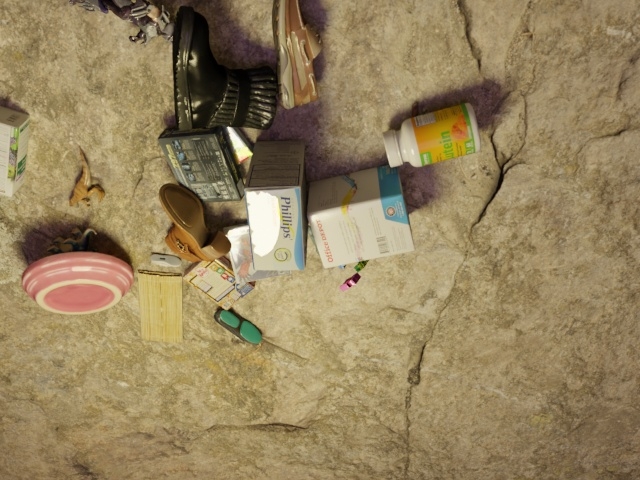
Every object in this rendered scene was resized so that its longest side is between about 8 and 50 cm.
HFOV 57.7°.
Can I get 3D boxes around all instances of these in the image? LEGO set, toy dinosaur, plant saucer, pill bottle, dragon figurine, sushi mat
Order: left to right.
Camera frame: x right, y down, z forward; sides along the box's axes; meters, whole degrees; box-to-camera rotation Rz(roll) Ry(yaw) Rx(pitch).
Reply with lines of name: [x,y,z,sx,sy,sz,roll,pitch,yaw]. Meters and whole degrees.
plant saucer: [-0.767,0.150,1.850,0.333,0.084,0.332,-10,152,-5]
dragon figurine: [-0.771,0.042,1.862,0.289,0.085,0.144,-24,123,22]
toy dinosaur: [-0.703,-0.161,1.737,0.112,0.064,0.211,24,121,-13]
sushi mat: [-0.558,0.237,2.030,0.152,0.019,0.316,6,125,-4]
LEGO set: [0.089,0.071,1.799,0.087,0.227,0.093,48,125,-4]
pill bottle: [0.300,-0.278,1.582,0.246,0.136,0.136,-14,123,11]

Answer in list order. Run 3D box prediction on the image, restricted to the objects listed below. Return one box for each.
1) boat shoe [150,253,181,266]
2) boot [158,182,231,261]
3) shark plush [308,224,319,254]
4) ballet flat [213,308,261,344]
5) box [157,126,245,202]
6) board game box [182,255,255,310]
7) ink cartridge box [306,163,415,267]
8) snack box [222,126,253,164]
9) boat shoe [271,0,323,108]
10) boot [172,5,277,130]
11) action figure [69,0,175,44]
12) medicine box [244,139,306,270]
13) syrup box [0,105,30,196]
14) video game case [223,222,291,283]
boat shoe: [-0.508,0.070,1.911,0.100,0.035,0.035,8,151,-8]
boot: [-0.417,-0.041,1.766,0.283,0.109,0.220,43,147,-25]
shark plush: [0.000,0.000,1.822,0.073,0.067,0.161,-18,122,13]
ballet flat: [-0.297,0.303,2.046,0.074,0.074,0.203,-35,123,23]
box: [-0.334,-0.214,1.658,0.184,0.059,0.232,-2,130,19]
board game box: [-0.337,0.132,1.936,0.147,0.045,0.193,-38,115,24]
ink cartridge box: [0.116,-0.073,1.690,0.270,0.197,0.198,-12,124,10]
snack box: [-0.269,-0.281,1.656,0.100,0.037,0.141,-27,119,19]
boat shoe: [-0.056,-0.497,1.465,0.117,0.123,0.324,-7,125,-9]
boot: [-0.232,-0.418,1.446,0.260,0.131,0.347,-6,146,-16]
action figure: [-0.465,-0.556,1.418,0.285,0.099,0.185,30,161,-6]
medicine box: [-0.114,-0.103,1.621,0.149,0.289,0.263,-1,124,2]
syrup box: [-0.904,-0.252,1.662,0.096,0.093,0.236,17,123,-10]
video game case: [-0.198,0.034,1.851,0.184,0.023,0.201,-11,118,-1]
